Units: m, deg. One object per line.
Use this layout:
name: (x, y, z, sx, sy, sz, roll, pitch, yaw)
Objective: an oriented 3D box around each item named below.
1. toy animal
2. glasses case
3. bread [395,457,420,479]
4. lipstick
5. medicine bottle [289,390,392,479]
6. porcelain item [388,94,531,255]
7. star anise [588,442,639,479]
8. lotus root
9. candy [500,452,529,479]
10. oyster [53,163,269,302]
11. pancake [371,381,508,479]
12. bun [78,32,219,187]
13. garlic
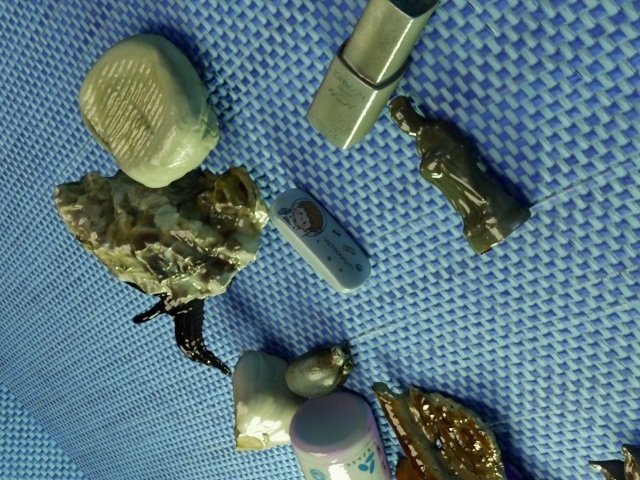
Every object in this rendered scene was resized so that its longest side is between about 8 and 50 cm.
toy animal: (-0.247, 0.116, 1.939, 0.197, 0.160, 0.272, -9, 119, 54)
glasses case: (0.000, 0.000, 1.598, 0.178, 0.067, 0.045, 47, 151, 0)
bread: (0.186, 0.438, 1.903, 0.129, 0.044, 0.126, -3, 125, 48)
lipstick: (0.059, -0.209, 1.278, 0.079, 0.077, 0.253, 42, 149, 8)
medicine bottle: (0.045, 0.398, 1.920, 0.152, 0.152, 0.254, 17, 137, 39)
porcelain item: (0.158, -0.088, 1.321, 0.215, 0.069, 0.081, 52, 154, 0)
star anise: (0.447, 0.333, 1.456, 0.172, 0.063, 0.208, 46, 153, 9)
lotus root: (0.001, 0.219, 1.842, 0.088, 0.088, 0.165, 52, 139, -8)
candy: (0.325, 0.434, 1.711, 0.275, 0.070, 0.145, 44, 142, 12)
oyster: (-0.253, -0.029, 1.715, 0.352, 0.237, 0.115, 16, -177, 11)
pancake: (0.190, 0.340, 1.722, 0.257, 0.056, 0.212, 19, 125, 49)
bun: (-0.241, -0.189, 1.615, 0.229, 0.145, 0.229, 4, 97, 37)
garlic: (-0.088, 0.289, 1.983, 0.143, 0.177, 0.229, 1, 154, 11)
